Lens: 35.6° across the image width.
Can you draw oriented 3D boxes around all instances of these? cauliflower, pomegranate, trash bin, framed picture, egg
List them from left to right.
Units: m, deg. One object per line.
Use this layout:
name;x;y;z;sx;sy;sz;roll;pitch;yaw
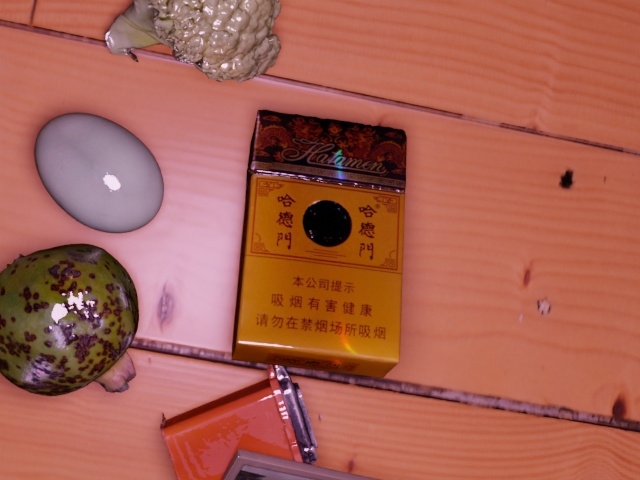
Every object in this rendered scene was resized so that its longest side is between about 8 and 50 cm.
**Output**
pomegranate;-0.399;0.135;1.576;0.254;0.254;0.270;-39;107;-7
egg;-0.359;-0.110;1.617;0.231;0.168;0.168;39;84;0
cauliflower;-0.196;-0.399;1.616;0.260;0.281;0.327;-51;140;-21
trash bin;-0.138;0.308;1.649;0.239;0.161;0.184;-16;91;-4
framed picture;-0.030;0.448;1.635;0.315;0.024;0.232;15;126;-18

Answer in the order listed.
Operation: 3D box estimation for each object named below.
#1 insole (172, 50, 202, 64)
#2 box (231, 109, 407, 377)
insole;-0.189;-0.324;1.728;0.135;0.002;0.045;4;89;-8
box;0.000;0.000;1.631;0.264;0.116;0.415;8;68;-7
